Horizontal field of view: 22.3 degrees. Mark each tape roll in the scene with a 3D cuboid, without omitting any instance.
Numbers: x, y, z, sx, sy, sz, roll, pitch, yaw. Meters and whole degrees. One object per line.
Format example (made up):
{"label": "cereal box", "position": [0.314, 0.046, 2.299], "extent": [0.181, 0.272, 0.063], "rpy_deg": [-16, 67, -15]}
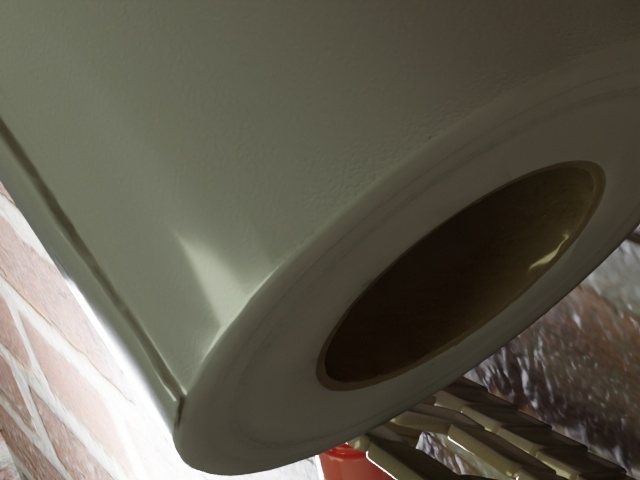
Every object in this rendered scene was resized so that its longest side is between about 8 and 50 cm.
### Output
{"label": "tape roll", "position": [0.006, -0.047, 0.624], "extent": [0.169, 0.246, 0.246], "rpy_deg": [53, 158, 21]}

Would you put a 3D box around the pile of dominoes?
{"label": "pile of dominoes", "position": [0.058, 0.105, 0.800], "extent": [0.251, 0.196, 0.040], "rpy_deg": [29, 101, 57]}

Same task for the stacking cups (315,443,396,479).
{"label": "stacking cups", "position": [0.043, 0.245, 1.131], "extent": [0.096, 0.096, 0.316], "rpy_deg": [35, 147, 51]}
